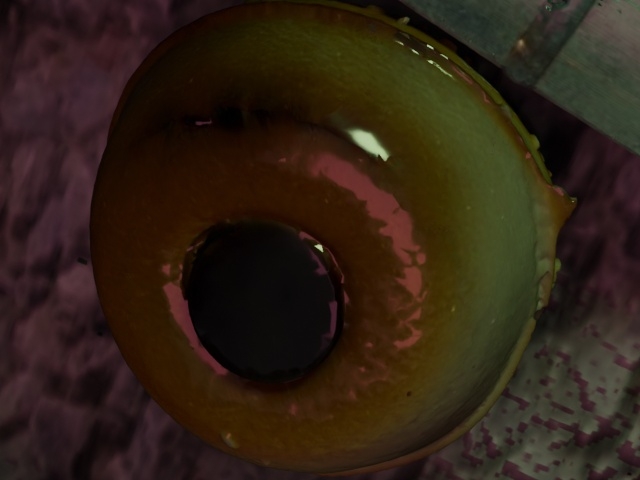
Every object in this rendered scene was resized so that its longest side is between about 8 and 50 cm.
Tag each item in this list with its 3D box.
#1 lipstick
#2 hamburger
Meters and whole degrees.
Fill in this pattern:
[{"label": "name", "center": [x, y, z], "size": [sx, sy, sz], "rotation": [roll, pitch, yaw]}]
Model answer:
[{"label": "lipstick", "center": [0.128, -0.093, 0.804], "size": [0.290, 0.077, 0.076], "rotation": [32, 116, -1]}, {"label": "hamburger", "center": [-0.004, -0.002, 0.843], "size": [0.237, 0.147, 0.236], "rotation": [7, 111, 19]}]
